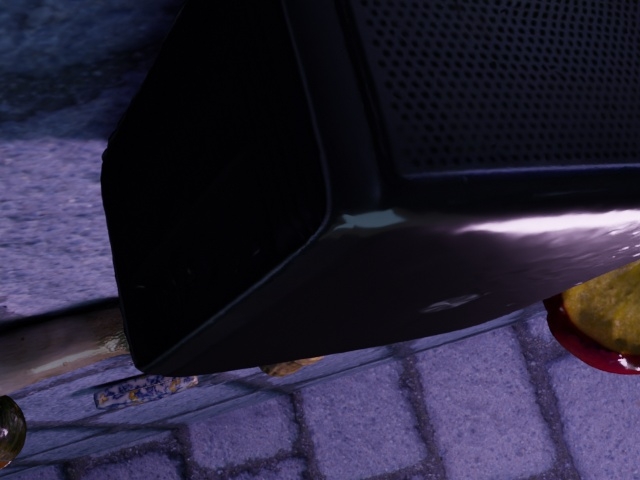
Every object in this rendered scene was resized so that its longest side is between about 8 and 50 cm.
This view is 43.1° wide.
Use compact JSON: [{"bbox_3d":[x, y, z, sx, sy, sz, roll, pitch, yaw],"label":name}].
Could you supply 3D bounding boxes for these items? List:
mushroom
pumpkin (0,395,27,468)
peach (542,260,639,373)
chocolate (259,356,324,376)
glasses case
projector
[{"bbox_3d":[-0.429,0.172,1.235,0.351,0.095,0.123,-14,-177,-3],"label":"mushroom"},{"bbox_3d":[-0.688,0.375,1.551,0.238,0.159,0.238,-23,147,-16],"label":"pumpkin"},{"bbox_3d":[0.642,0.065,1.564,0.353,0.339,0.416,-31,176,-42],"label":"peach"},{"bbox_3d":[-0.057,0.202,1.676,0.134,0.134,0.309,-9,167,-27],"label":"chocolate"},{"bbox_3d":[-0.419,0.358,1.951,0.248,0.065,0.087,-12,163,-18],"label":"glasses case"},{"bbox_3d":[0.066,-0.062,0.646,0.405,0.242,0.395,-6,164,-30],"label":"projector"}]
